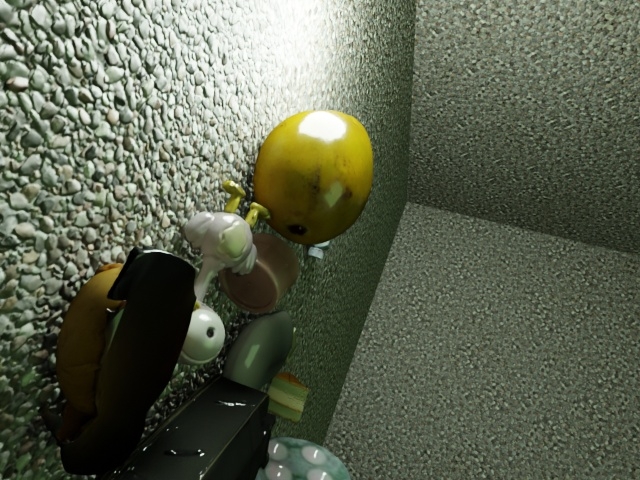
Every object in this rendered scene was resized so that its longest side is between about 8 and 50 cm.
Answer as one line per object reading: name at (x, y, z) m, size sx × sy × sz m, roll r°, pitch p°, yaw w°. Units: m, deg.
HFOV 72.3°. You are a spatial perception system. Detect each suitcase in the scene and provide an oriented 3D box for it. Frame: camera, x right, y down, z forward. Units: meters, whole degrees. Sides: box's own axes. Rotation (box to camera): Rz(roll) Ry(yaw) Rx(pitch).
suitcase at (-0.254, 0.472, 0.845) m, size 0.434 × 0.194 × 0.282 m, roll -32°, pitch 135°, yaw -66°

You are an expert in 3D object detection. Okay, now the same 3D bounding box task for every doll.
doll at (-0.206, 0.070, 0.786) m, size 0.160 × 0.094 × 0.365 m, roll 42°, pitch 54°, yaw -36°

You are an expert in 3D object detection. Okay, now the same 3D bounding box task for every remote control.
remote control at (-0.157, 0.297, 1.161) m, size 0.221 × 0.104 × 0.332 m, roll -70°, pitch 163°, yaw 4°

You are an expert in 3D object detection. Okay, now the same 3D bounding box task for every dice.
dice at (-0.096, 0.790, 1.229) m, size 0.328 × 0.331 × 0.347 m, roll -126°, pitch -133°, yaw -72°

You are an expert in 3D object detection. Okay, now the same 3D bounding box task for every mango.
mango at (0.007, -0.164, 1.044) m, size 0.445 × 0.232 × 0.299 m, roll -52°, pitch 135°, yaw -55°

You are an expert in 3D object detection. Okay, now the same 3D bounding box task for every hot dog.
hot dog at (-0.296, 0.150, 0.601) m, size 0.325 × 0.107 × 0.194 m, roll -63°, pitch 153°, yaw -4°

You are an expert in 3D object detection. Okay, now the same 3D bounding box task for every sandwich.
sandwich at (-0.096, 0.532, 1.501) m, size 0.187 × 0.144 × 0.117 m, roll 43°, pitch 66°, yaw -71°

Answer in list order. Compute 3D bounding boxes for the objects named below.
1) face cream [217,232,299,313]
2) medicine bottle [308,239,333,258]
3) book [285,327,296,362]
face cream at (-0.133, 0.070, 0.955) m, size 0.104 × 0.149 × 0.149 m, roll -51°, pitch 151°, yaw -52°
medicine bottle at (0.000, 0.000, 1.449) m, size 0.055 × 0.074 × 0.117 m, roll 38°, pitch 69°, yaw -73°
book at (-0.104, 0.370, 1.547) m, size 0.077 × 0.014 × 0.110 m, roll -56°, pitch 155°, yaw -46°
